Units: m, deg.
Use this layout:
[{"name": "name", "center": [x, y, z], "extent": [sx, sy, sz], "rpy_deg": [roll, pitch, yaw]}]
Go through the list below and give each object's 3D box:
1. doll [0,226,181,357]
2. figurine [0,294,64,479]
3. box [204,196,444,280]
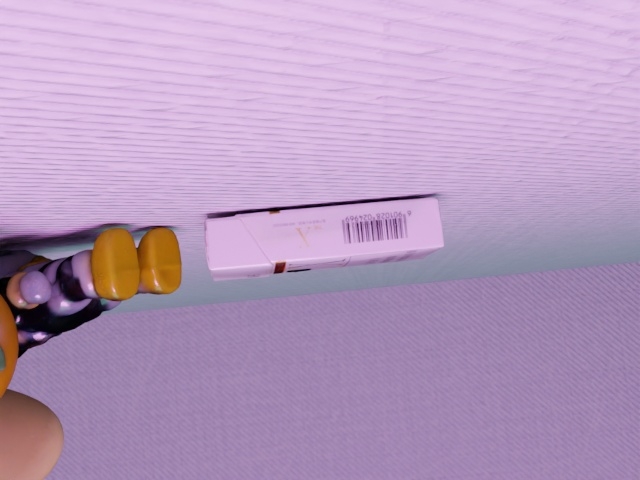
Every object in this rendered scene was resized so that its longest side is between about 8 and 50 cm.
[{"name": "doll", "center": [-0.247, 0.059, 0.742], "extent": [0.316, 0.103, 0.145], "rpy_deg": [-18, -163, 27]}, {"name": "figurine", "center": [-0.278, 0.085, 0.600], "extent": [0.222, 0.124, 0.324], "rpy_deg": [-36, 142, 22]}, {"name": "box", "center": [0.000, -0.001, 0.692], "extent": [0.154, 0.040, 0.084], "rpy_deg": [-6, 176, -5]}]
